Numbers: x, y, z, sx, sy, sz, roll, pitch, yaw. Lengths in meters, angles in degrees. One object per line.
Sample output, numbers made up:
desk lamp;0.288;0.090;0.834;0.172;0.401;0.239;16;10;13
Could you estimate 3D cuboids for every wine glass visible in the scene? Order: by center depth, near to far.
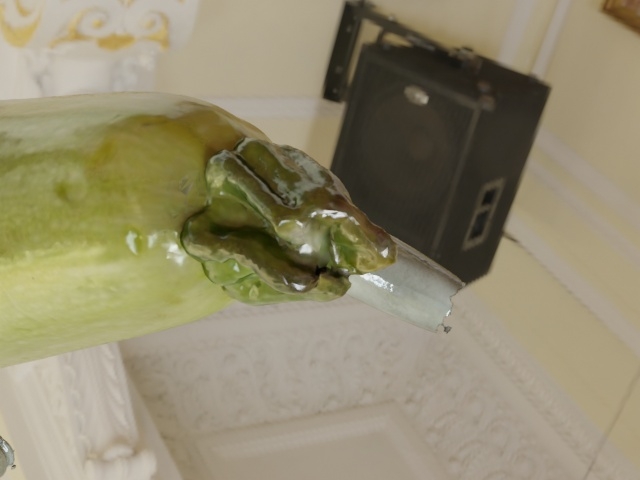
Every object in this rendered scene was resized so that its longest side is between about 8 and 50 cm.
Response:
wine glass;0.000;0.000;0.861;0.262;0.074;0.074;27;-149;4

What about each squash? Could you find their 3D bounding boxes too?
squash;-0.088;-0.014;0.435;0.287;0.137;0.137;-11;-164;33

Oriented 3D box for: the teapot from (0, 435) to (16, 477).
teapot;-0.436;0.309;1.181;0.077;0.107;0.200;31;-139;7
